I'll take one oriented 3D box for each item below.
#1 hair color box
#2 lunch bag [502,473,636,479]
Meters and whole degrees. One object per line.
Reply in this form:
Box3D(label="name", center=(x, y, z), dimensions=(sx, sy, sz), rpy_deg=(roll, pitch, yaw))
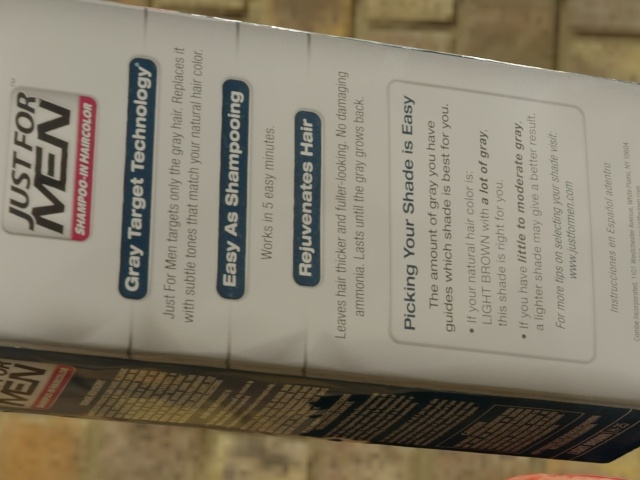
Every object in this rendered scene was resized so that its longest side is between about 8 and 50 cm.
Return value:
Box3D(label="hair color box", center=(0.000, 0.000, 0.924), dimensions=(0.105, 0.347, 0.174), rpy_deg=(132, 142, -62))
Box3D(label="lunch bag", center=(0.156, 0.197, 1.053), dimensions=(0.293, 0.258, 0.120), rpy_deg=(-6, 93, 56))
